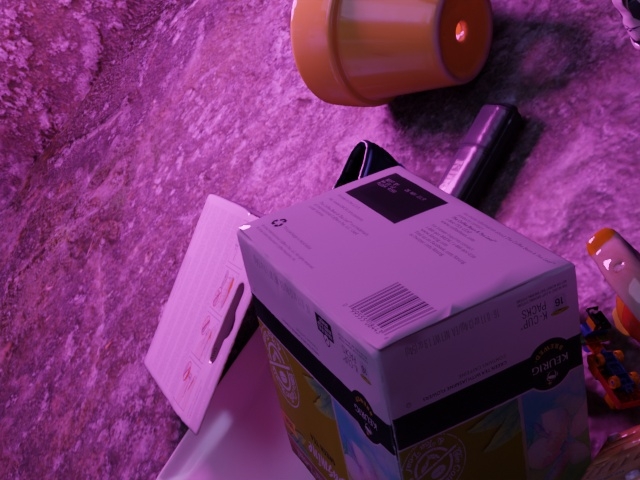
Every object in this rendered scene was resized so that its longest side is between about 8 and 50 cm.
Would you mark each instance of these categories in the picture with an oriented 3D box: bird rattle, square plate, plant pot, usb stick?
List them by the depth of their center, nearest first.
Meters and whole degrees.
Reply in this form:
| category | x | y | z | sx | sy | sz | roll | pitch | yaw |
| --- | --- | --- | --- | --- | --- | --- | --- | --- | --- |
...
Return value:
| category | x | y | z | sx | sy | sz | roll | pitch | yaw |
| --- | --- | --- | --- | --- | --- | --- | --- | --- | --- |
| bird rattle | 0.341 | 0.088 | 1.030 | 0.143 | 0.207 | 0.253 | -41 | 32 | 24 |
| usb stick | 0.192 | -0.070 | 1.488 | 0.077 | 0.045 | 0.278 | 22 | 80 | 55 |
| square plate | -0.072 | 0.294 | 1.503 | 0.344 | 0.049 | 0.347 | -56 | 33 | 0 |
| plant pot | 0.123 | -0.326 | 1.640 | 0.239 | 0.254 | 0.254 | 11 | 70 | 37 |

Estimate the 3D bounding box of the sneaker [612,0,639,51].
| category | x | y | z | sx | sy | sz | roll | pitch | yaw |
| --- | --- | --- | --- | --- | --- | --- | --- | --- | --- |
| sneaker | 0.438 | -0.359 | 1.330 | 0.235 | 0.153 | 0.094 | -56 | 35 | 0 |

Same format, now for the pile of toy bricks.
| category | x | y | z | sx | sy | sz | roll | pitch | yaw |
| --- | --- | --- | --- | --- | --- | --- | --- | --- | --- |
| pile of toy bricks | 0.261 | 0.129 | 1.201 | 0.212 | 0.118 | 0.105 | -117 | 27 | -42 |

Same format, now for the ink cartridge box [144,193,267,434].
| category | x | y | z | sx | sy | sz | roll | pitch | yaw |
| --- | --- | --- | --- | --- | --- | --- | --- | --- | --- |
| ink cartridge box | -0.142 | 0.104 | 1.599 | 0.308 | 0.091 | 0.385 | -68 | 22 | 1 |

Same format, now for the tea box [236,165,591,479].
| category | x | y | z | sx | sy | sz | roll | pitch | yaw |
| --- | --- | --- | --- | --- | --- | --- | --- | --- | --- |
| tea box | 0.098 | 0.140 | 1.131 | 0.220 | 0.324 | 0.329 | -22 | 28 | -18 |

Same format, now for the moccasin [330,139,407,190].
| category | x | y | z | sx | sy | sz | roll | pitch | yaw |
| --- | --- | --- | --- | --- | --- | --- | --- | --- | --- |
| moccasin | 0.000 | 0.000 | 1.561 | 0.137 | 0.117 | 0.342 | 1 | 53 | 47 |

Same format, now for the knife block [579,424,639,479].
| category | x | y | z | sx | sy | sz | roll | pitch | yaw |
| --- | --- | --- | --- | --- | --- | --- | --- | --- | --- |
| knife block | 0.329 | 0.310 | 0.976 | 0.088 | 0.242 | 0.275 | -31 | -4 | 31 |
